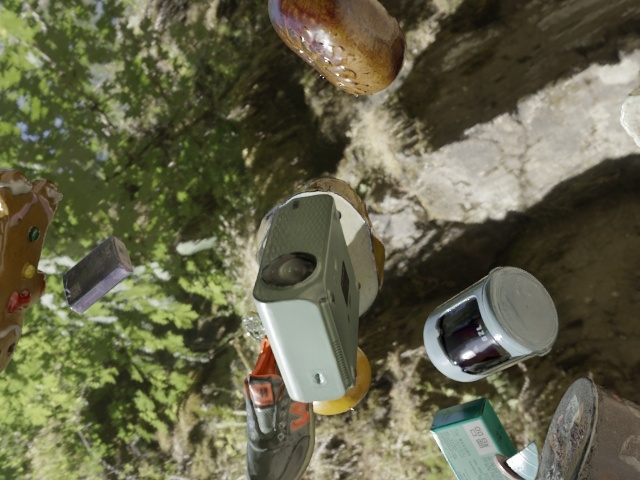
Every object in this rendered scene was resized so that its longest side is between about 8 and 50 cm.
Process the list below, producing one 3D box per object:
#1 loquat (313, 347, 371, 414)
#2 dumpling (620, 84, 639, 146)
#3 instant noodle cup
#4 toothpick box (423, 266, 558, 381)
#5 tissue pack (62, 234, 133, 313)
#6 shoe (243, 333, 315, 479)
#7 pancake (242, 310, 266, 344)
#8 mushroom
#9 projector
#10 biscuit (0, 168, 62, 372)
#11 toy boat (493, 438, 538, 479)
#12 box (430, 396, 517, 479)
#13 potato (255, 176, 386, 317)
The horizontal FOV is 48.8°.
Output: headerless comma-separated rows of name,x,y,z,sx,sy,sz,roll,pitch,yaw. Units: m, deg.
loquat,0.031,0.359,1.863,0.208,0.208,0.208,34,-141,-32
dumpling,0.668,-0.249,1.316,0.124,0.229,0.151,-114,1,-68
instant noodle cup,0.479,0.349,1.103,0.208,0.217,0.217,20,-145,6
toothpick box,0.439,0.240,1.897,0.263,0.355,0.262,16,-124,-25
tissue pack,-0.491,0.074,1.549,0.051,0.156,0.112,46,-172,-44
shoe,-0.090,0.322,1.373,0.171,0.133,0.336,58,-145,-54
pancake,-0.171,0.238,1.925,0.108,0.108,0.017,54,-137,-4
mushroom,0.019,-0.361,1.168,0.278,0.163,0.297,54,-178,-13
projector,-0.008,0.077,1.038,0.250,0.108,0.198,-80,-22,-54
biscuit,-0.620,0.077,1.439,0.283,0.064,0.431,24,-102,-86
toy boat,0.437,0.473,1.506,0.096,0.122,0.034,39,-134,4
box,0.407,0.540,1.810,0.244,0.153,0.092,61,-152,-11
potato,0.000,0.000,1.433,0.196,0.247,0.299,-93,-11,-62
